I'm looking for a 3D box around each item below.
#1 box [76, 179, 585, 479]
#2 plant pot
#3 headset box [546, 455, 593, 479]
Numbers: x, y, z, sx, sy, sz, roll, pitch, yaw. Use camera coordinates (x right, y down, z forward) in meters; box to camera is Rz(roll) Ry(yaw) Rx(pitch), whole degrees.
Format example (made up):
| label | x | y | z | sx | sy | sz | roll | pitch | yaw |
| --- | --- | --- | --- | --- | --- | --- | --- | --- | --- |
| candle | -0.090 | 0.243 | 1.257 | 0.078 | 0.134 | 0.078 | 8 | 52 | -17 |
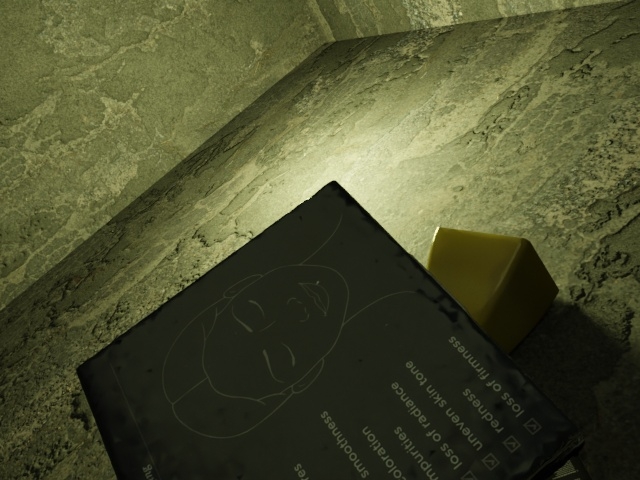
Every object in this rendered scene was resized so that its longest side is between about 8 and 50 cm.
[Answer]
| label | x | y | z | sx | sy | sz | roll | pitch | yaw |
| --- | --- | --- | --- | --- | --- | --- | --- | --- | --- |
| box | -0.004 | 0.257 | 0.753 | 0.472 | 0.297 | 0.480 | -36 | 56 | -7 |
| plant pot | 0.336 | 0.116 | 1.098 | 0.212 | 0.212 | 0.187 | 10 | 64 | 47 |
| headset box | 0.320 | 0.455 | 0.730 | 0.218 | 0.110 | 0.293 | -27 | 33 | 10 |
